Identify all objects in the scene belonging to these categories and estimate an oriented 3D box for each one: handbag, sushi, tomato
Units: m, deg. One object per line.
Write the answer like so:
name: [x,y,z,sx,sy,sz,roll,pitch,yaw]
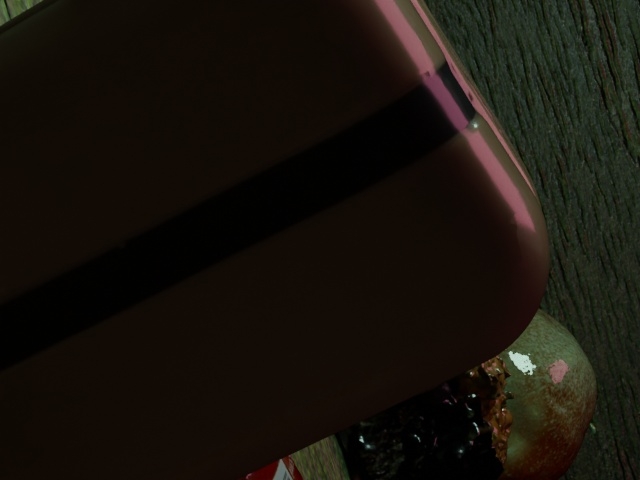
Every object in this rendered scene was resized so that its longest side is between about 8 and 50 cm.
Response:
handbag: [-0.081,-0.030,0.509,0.283,0.302,0.149,62,11,-10]
sushi: [0.119,0.170,1.346,0.234,0.208,0.348,-98,170,-55]
tomato: [0.226,0.226,1.649,0.239,0.303,0.303,7,63,-60]

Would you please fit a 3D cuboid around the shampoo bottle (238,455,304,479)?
shampoo bottle: [-0.013,0.262,0.876,0.118,0.076,0.314,-98,165,-63]
